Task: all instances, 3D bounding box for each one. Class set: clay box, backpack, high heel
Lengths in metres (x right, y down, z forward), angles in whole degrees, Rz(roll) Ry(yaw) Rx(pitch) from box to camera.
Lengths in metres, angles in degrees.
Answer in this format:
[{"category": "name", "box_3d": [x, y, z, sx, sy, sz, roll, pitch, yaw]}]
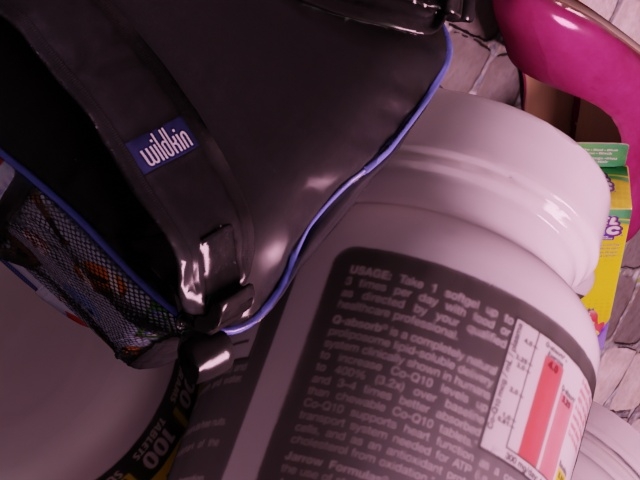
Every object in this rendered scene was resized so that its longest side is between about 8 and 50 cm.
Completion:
[{"category": "clay box", "box_3d": [0.183, 0.006, 1.527, 0.222, 0.127, 0.053, 89, 2, -52]}, {"category": "backpack", "box_3d": [-0.102, -0.097, 0.934, 0.263, 0.213, 0.276, 46, 56, -14]}, {"category": "high heel", "box_3d": [0.194, -0.082, 1.499, 0.181, 0.127, 0.377, -52, 145, 4]}]

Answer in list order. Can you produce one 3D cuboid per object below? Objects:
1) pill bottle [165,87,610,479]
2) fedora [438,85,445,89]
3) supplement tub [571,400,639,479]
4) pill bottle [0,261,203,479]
[{"category": "pill bottle", "box_3d": [0.035, 0.110, 1.015, 0.210, 0.210, 0.363, 62, 42, -55]}, {"category": "fedora", "box_3d": [0.000, 0.000, 1.215, 0.275, 0.124, 0.243, 47, 67, -35]}, {"category": "supplement tub", "box_3d": [0.162, 0.318, 1.682, 0.331, 0.241, 0.241, -42, 146, -24]}, {"category": "pill bottle", "box_3d": [-0.128, 0.132, 1.154, 0.188, 0.188, 0.334, -51, 148, -12]}]
